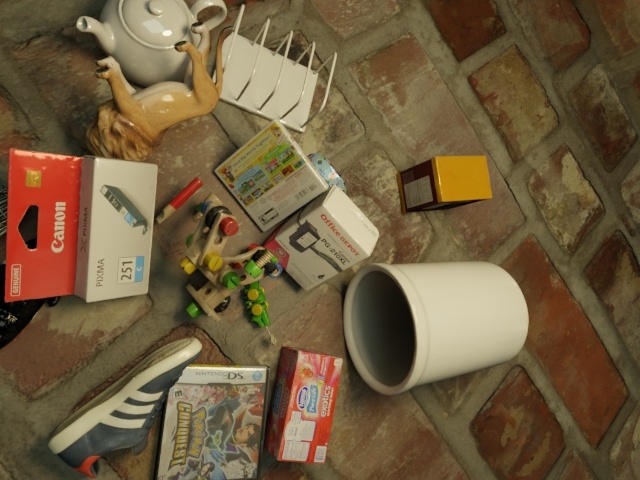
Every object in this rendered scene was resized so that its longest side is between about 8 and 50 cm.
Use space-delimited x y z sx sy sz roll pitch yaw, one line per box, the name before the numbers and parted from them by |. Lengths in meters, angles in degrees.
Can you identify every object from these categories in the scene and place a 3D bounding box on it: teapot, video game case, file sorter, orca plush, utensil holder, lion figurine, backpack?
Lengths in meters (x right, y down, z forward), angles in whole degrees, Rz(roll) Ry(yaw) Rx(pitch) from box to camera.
teapot | -0.382 -0.495 1.035 0.253 0.187 0.256 24 73 -21
video game case | -0.253 0.438 1.065 0.248 0.035 0.274 9 80 -24
video game case | -0.126 -0.156 1.111 0.206 0.227 0.026 52 30 -11
file sorter | -0.119 -0.441 1.161 0.278 0.173 0.192 18 77 -23
orca plush | -0.634 0.121 0.885 0.151 0.102 0.287 44 68 -14
utensil holder | 0.305 0.213 1.204 0.386 0.328 0.327 -3 85 -28
lion figurine | -0.344 -0.309 0.991 0.392 0.142 0.240 -25 136 -13
backpack | -0.021 -0.142 1.169 0.117 0.173 0.158 -41 102 -24

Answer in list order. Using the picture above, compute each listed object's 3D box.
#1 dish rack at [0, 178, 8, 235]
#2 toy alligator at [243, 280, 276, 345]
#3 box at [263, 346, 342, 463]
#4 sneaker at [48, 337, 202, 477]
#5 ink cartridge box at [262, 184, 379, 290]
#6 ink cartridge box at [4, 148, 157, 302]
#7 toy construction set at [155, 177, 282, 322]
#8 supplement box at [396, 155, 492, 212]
dish rack | -0.747 -0.106 0.880 0.208 0.074 0.271 -37 101 -23
toy alligator | -0.161 0.181 1.133 0.051 0.056 0.189 -15 90 14
box | -0.045 0.407 1.118 0.128 0.123 0.256 16 77 -23
sneaker | -0.384 0.359 0.960 0.350 0.131 0.148 -36 101 -11
ink cartridge box | 0.000 0.000 1.118 0.172 0.237 0.100 46 39 -13
ink cartridge box | -0.474 -0.023 0.901 0.261 0.066 0.296 -3 103 -51
toy construction set | -0.268 0.039 1.025 0.237 0.257 0.309 -44 76 -5
supplement box | 0.370 -0.167 1.345 0.191 0.194 0.129 -6 86 -26
